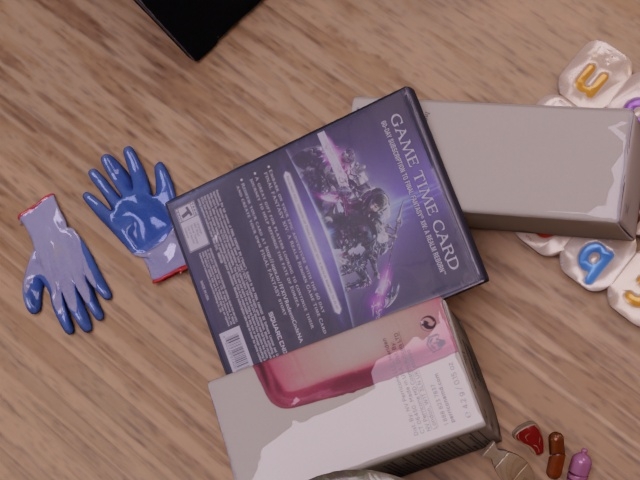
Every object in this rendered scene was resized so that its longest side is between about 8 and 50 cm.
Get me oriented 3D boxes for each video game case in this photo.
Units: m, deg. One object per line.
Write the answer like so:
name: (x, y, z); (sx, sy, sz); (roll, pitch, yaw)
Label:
video game case: (0.000, 0.000, 1.345); (0.274, 0.026, 0.196); (-24, 79, 19)

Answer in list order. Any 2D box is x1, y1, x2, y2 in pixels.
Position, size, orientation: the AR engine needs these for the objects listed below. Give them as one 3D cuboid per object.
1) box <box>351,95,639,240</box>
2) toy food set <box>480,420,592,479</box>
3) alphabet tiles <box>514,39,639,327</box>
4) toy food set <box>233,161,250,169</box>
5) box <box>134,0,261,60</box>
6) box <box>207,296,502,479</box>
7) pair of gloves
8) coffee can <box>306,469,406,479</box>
box: (0.163, -0.069, 1.351); (0.275, 0.094, 0.113); (7, 81, 23)
toy food set: (0.210, 0.210, 1.312); (0.078, 0.019, 0.122); (-41, 106, 0)
alphabet tiles: (0.333, -0.066, 1.367); (0.284, 0.021, 0.278); (38, 88, 18)
toy food set: (-0.022, 0.011, 1.431); (0.132, 0.038, 0.192); (-7, 70, 5)
box: (-0.169, -0.442, 1.475); (0.293, 0.212, 0.395); (-41, 72, 2)
box: (0.035, 0.158, 1.319); (0.232, 0.148, 0.127); (-20, 73, 8)
pair of gloves: (-0.232, 0.001, 1.486); (0.198, 0.023, 0.159); (-30, 72, 4)
coffee can: (0.057, 0.305, 1.212); (0.201, 0.275, 0.201); (-3, 76, 12)
